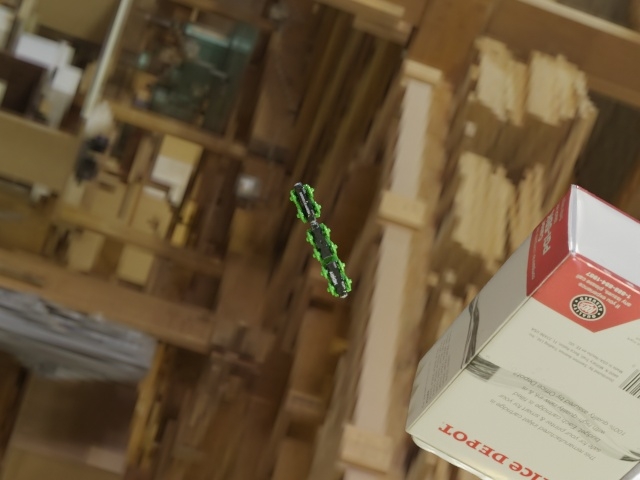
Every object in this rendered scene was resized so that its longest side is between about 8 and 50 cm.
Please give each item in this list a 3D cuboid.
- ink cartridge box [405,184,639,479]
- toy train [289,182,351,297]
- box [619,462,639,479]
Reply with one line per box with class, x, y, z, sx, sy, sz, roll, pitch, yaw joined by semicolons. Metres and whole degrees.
ink cartridge box;0.116;0.055;0.642;0.135;0.099;0.056;-53;-166;36
toy train;0.000;0.000;0.938;0.024;0.017;0.083;122;-54;-89
box;0.106;0.254;0.789;0.275;0.094;0.113;-36;165;-20
